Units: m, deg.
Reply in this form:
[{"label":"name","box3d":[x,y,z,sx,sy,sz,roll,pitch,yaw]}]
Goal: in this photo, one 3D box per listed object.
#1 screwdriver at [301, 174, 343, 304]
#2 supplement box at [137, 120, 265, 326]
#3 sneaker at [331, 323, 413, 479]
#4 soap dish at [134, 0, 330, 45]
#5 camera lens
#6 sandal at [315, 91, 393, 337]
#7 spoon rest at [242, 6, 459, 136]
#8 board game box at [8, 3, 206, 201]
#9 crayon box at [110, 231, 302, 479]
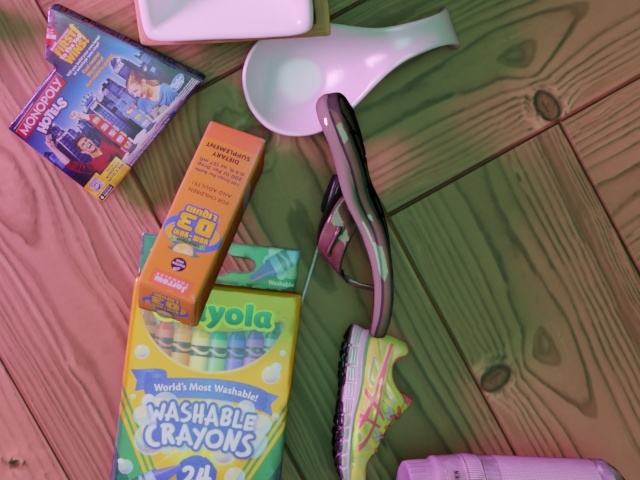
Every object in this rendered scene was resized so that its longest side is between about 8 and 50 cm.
[{"label":"screwdriver","box3d":[0.000,0.000,1.847,0.024,0.025,0.169,17,89,-6]},{"label":"supplement box","box3d":[-0.139,-0.021,1.759,0.078,0.080,0.233,20,66,2]},{"label":"sneaker","box3d":[0.066,0.211,1.832,0.094,0.081,0.208,7,91,-8]},{"label":"soap dish","box3d":[-0.110,-0.377,1.725,0.229,0.118,0.290,-2,114,8]},{"label":"camera lens","box3d":[0.231,0.366,1.782,0.274,0.219,0.219,3,91,-5]},{"label":"sandal","box3d":[0.031,-0.028,1.796,0.086,0.120,0.302,-15,101,6]},{"label":"spoon rest","box3d":[0.039,-0.219,1.815,0.276,0.084,0.137,-21,93,-5]},{"label":"board game box","box3d":[-0.273,-0.182,1.788,0.194,0.060,0.194,40,99,-8]},{"label":"crayon box","box3d":[-0.137,0.161,1.810,0.203,0.083,0.322,6,90,-6]}]
